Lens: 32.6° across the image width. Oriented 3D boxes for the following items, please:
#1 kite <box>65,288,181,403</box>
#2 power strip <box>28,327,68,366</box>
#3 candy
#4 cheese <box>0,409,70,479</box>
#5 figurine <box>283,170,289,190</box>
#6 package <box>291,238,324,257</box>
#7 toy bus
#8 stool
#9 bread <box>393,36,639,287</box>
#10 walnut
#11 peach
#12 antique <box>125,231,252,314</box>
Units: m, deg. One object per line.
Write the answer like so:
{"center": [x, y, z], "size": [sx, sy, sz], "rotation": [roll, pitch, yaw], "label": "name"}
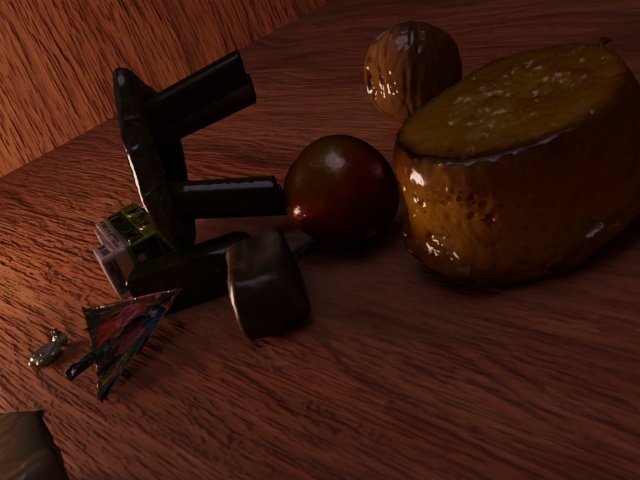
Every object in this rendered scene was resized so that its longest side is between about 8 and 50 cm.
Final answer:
{"center": [-0.320, 0.141, 1.757], "size": [0.234, 0.016, 0.321], "rotation": [-38, 29, 1], "label": "kite"}
{"center": [-0.466, 0.183, 1.869], "size": [0.055, 0.035, 0.083], "rotation": [-7, 28, 37], "label": "power strip"}
{"center": [-0.084, 0.062, 1.665], "size": [0.104, 0.102, 0.234], "rotation": [-23, 18, 2], "label": "candy"}
{"center": [-0.443, 0.331, 1.369], "size": [0.326, 0.115, 0.318], "rotation": [-13, 23, 22], "label": "cheese"}
{"center": [-0.011, -0.087, 1.944], "size": [0.157, 0.114, 0.126], "rotation": [-78, 12, -56], "label": "figurine"}
{"center": [0.000, 0.000, 1.848], "size": [0.110, 0.015, 0.037], "rotation": [-26, 20, -10], "label": "package"}
{"center": [-0.355, 0.015, 2.070], "size": [0.139, 0.113, 0.302], "rotation": [-28, 18, -12], "label": "toy bus"}
{"center": [-0.202, -0.157, 1.875], "size": [0.226, 0.310, 0.310], "rotation": [-17, -1, -1], "label": "stool"}
{"center": [0.285, -0.105, 1.526], "size": [0.398, 0.215, 0.398], "rotation": [-20, 26, 10], "label": "bread"}
{"center": [0.187, -0.335, 2.213], "size": [0.213, 0.213, 0.213], "rotation": [-20, 21, 8], "label": "walnut"}
{"center": [0.040, -0.072, 1.766], "size": [0.197, 0.197, 0.197], "rotation": [-20, 21, 8], "label": "peach"}
{"center": [-0.208, 0.054, 1.843], "size": [0.221, 0.081, 0.080], "rotation": [-19, 22, 13], "label": "antique"}
